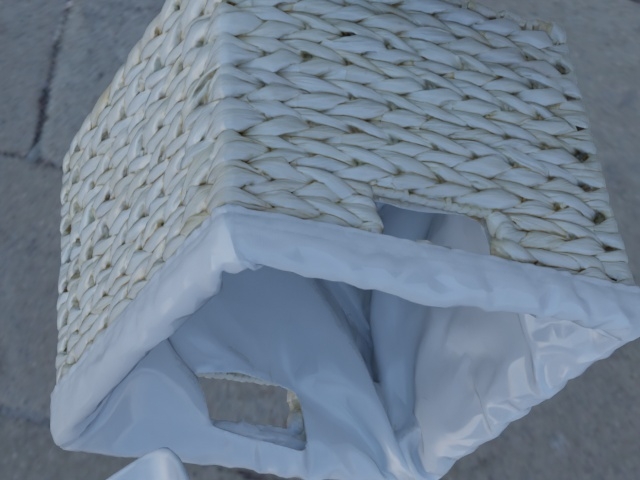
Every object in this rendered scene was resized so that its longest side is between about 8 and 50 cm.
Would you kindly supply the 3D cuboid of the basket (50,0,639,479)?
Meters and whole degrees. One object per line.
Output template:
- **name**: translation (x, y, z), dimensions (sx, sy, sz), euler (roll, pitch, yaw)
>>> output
- **basket**: translation (0.000, 0.000, 1.082), dimensions (0.328, 0.266, 0.331), euler (11, 146, -26)

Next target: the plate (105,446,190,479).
- **plate**: translation (-0.123, 0.270, 0.619), dimensions (0.278, 0.277, 0.045), euler (-36, 139, 9)
